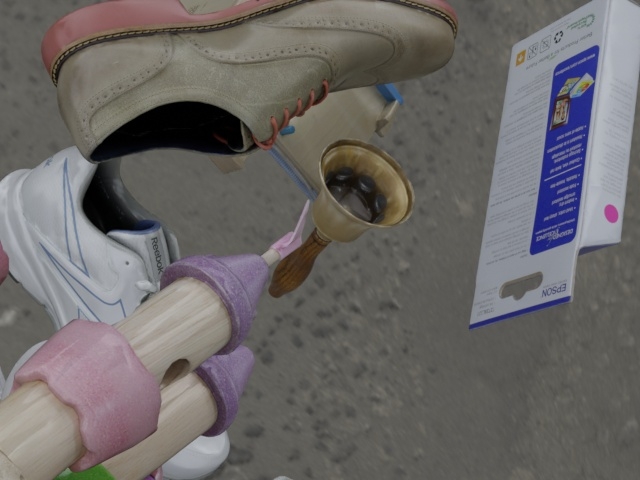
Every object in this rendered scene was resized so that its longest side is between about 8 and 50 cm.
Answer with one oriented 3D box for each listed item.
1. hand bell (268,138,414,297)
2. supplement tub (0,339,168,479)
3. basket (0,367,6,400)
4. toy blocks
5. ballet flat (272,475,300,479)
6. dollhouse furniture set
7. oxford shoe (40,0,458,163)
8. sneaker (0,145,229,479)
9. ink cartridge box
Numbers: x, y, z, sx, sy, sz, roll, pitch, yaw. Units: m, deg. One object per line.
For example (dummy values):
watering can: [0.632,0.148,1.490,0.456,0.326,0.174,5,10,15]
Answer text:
hand bell: [0.000,0.000,1.576,0.126,0.242,0.126,18,47,-21]
supplement tub: [-0.247,0.201,1.476,0.144,0.199,0.144,-13,65,30]
basket: [-0.484,0.297,1.366,0.328,0.266,0.331,-26,68,1]
toy blocks: [-0.111,0.141,0.682,0.309,0.288,0.260,39,44,16]
ballet flat: [0.009,0.405,1.450,0.139,0.400,0.139,-22,38,18]
dollhouse furniture set: [-0.087,-0.149,1.635,0.198,0.303,0.286,-7,45,46]
oxford shoe: [-0.042,-0.124,1.056,0.348,0.123,0.130,-10,64,-15]
sneaker: [-0.156,0.057,1.044,0.129,0.111,0.297,-31,90,37]
ink cartridge box: [0.260,-0.079,1.431,0.176,0.069,0.371,-24,47,57]
